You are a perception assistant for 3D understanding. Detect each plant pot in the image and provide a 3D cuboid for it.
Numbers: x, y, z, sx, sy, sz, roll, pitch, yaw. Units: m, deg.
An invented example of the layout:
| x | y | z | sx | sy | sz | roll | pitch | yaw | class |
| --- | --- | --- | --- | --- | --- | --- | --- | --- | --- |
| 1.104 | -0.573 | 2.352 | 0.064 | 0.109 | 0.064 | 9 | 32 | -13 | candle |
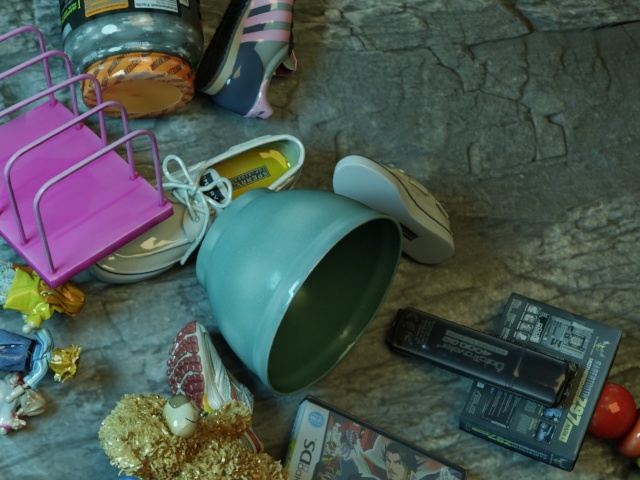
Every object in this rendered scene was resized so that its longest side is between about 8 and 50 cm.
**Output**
| x | y | z | sx | sy | sz | roll | pitch | yaw | class |
| --- | --- | --- | --- | --- | --- | --- | --- | --- | --- |
| -0.050 | 0.044 | 1.742 | 0.196 | 0.293 | 0.293 | 33 | 61 | 24 | plant pot |

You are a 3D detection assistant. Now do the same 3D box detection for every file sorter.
| x | y | z | sx | sy | sz | roll | pitch | yaw | class |
| --- | --- | --- | --- | --- | --- | --- | --- | --- | --- |
| -0.371 | -0.126 | 1.660 | 0.202 | 0.182 | 0.290 | -34 | 57 | -26 | file sorter |

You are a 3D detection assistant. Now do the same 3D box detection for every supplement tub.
| x | y | z | sx | sy | sz | roll | pitch | yaw | class |
| --- | --- | --- | --- | --- | --- | --- | --- | --- | --- |
| -0.283 | -0.364 | 1.825 | 0.207 | 0.207 | 0.338 | -1 | 72 | -20 | supplement tub |

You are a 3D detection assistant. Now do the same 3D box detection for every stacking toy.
| x | y | z | sx | sy | sz | roll | pitch | yaw | class |
| --- | --- | --- | --- | --- | --- | --- | --- | --- | --- |
| 0.550 | 0.328 | 1.922 | 0.330 | 0.141 | 0.141 | 35 | 63 | 1 | stacking toy |

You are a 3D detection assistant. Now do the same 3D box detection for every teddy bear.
| x | y | z | sx | sy | sz | roll | pitch | yaw | class |
| --- | --- | --- | --- | --- | --- | --- | --- | --- | --- |
| -0.117 | 0.303 | 1.561 | 0.338 | 0.113 | 0.245 | 49 | 36 | 3 | teddy bear |

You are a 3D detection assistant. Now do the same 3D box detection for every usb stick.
| x | y | z | sx | sy | sz | roll | pitch | yaw | class |
| --- | --- | --- | --- | --- | --- | --- | --- | --- | --- |
| 0.237 | 0.174 | 1.851 | 0.278 | 0.045 | 0.077 | 19 | 71 | 14 | usb stick |

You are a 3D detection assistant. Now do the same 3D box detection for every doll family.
| x | y | z | sx | sy | sz | roll | pitch | yaw | class |
| --- | --- | --- | --- | --- | --- | --- | --- | --- | --- |
| -0.400 | 0.123 | 1.656 | 0.163 | 0.118 | 0.263 | 13 | 67 | -15 | doll family |

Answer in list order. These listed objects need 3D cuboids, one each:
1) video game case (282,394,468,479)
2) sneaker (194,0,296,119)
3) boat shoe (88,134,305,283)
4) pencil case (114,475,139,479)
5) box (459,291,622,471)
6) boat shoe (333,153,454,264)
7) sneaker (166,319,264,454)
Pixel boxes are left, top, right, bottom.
| x | y | z | sx | sy | sz | roll | pitch | yaw | class |
| --- | --- | --- | --- | --- | --- | --- | --- | --- | --- |
| 0.067 | 0.378 | 1.739 | 0.275 | 0.035 | 0.248 | 26 | 49 | -11 | video game case |
| -0.084 | -0.331 | 1.955 | 0.131 | 0.112 | 0.319 | 35 | 65 | -24 | sneaker |
| -0.170 | -0.060 | 1.783 | 0.367 | 0.156 | 0.136 | -25 | 81 | -26 | boat shoe |
| -0.202 | 0.441 | 1.528 | 0.119 | 0.133 | 0.306 | -1 | 45 | -34 | pencil case |
| 0.336 | 0.212 | 1.882 | 0.183 | 0.059 | 0.233 | 19 | 64 | 16 | box |
| 0.116 | -0.064 | 1.881 | 0.267 | 0.096 | 0.088 | 34 | 43 | -34 | boat shoe |
| -0.148 | 0.221 | 1.742 | 0.092 | 0.088 | 0.225 | -7 | 72 | -43 | sneaker |
